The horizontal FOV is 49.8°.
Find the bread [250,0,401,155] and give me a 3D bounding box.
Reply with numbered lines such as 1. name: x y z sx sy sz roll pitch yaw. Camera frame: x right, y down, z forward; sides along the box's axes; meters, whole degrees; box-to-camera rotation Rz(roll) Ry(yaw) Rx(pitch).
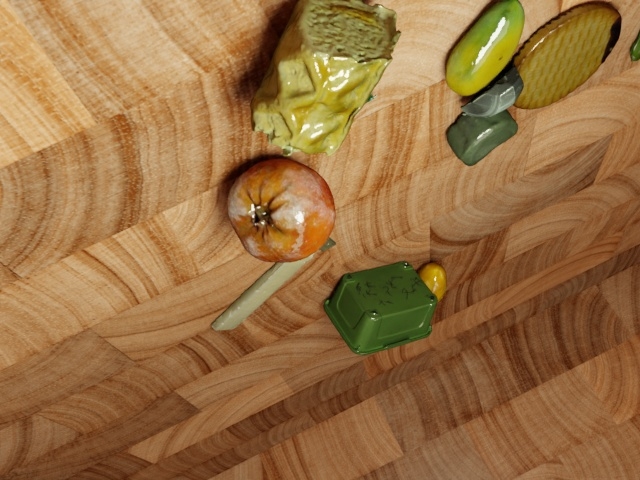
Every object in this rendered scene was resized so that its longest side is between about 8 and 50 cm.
1. bread: 0.002 -0.293 1.239 0.239 0.196 0.252 -11 151 -28

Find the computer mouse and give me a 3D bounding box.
1. computer mouse: 0.401 -0.329 1.578 0.126 0.071 0.231 -44 -175 -3

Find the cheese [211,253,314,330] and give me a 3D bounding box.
1. cheese: -0.173 0.148 2.011 0.400 0.034 0.085 -43 150 26

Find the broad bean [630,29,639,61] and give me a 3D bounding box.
1. broad bean: 0.847 -0.542 1.745 0.069 0.039 0.226 -17 151 -32

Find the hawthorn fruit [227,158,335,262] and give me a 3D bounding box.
1. hawthorn fruit: -0.066 -0.067 1.516 0.263 0.235 0.231 -13 151 -24

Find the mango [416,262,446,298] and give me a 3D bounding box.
1. mango: 0.378 0.162 2.412 0.153 0.126 0.252 -60 169 -28

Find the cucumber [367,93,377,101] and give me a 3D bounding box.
1. cucumber: 0.054 -0.294 1.453 0.155 0.037 0.037 -10 148 -30

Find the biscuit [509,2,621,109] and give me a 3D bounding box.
1. biscuit: 0.586 -0.443 1.678 0.318 0.040 0.317 -22 151 -13

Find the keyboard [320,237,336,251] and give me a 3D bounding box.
1. keyboard: 0.000 0.000 1.937 0.049 0.015 0.129 -29 154 14

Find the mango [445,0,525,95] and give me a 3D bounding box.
1. mango: 0.358 -0.409 1.473 0.137 0.091 0.237 -8 148 -46

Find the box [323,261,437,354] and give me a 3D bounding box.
1. box: 0.205 0.211 2.248 0.329 0.252 0.177 -13 140 -29

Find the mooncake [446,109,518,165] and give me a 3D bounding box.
1. mooncake: 0.409 -0.271 1.745 0.175 0.104 0.168 -21 149 -18
